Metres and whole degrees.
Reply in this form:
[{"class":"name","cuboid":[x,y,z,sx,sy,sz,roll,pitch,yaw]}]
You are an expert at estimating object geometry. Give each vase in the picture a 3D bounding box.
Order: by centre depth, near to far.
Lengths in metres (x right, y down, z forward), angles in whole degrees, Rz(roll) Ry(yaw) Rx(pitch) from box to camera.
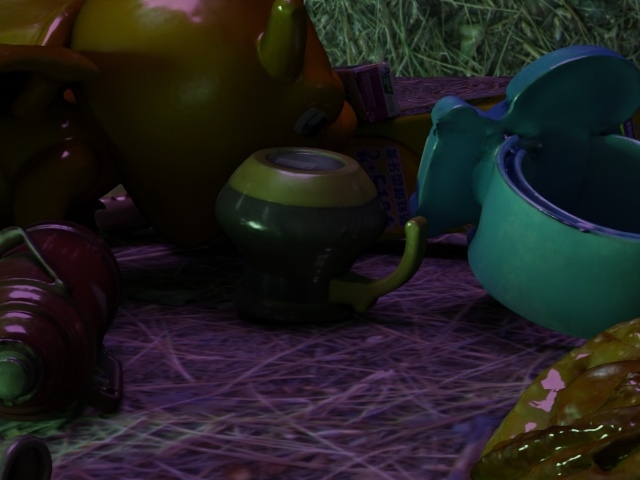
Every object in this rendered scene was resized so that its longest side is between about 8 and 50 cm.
[{"class":"vase","cuboid":[-0.191,0.112,0.822,0.100,0.053,0.053,10,15,27]}]

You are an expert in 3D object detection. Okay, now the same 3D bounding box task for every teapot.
[{"class":"teapot","cuboid":[0.000,0.000,1.192,0.165,0.119,0.130,13,19,26]}]

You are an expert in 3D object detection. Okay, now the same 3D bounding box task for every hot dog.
[{"class":"hot dog","cuboid":[0.202,0.090,0.701,0.272,0.122,0.196,1,12,8]}]

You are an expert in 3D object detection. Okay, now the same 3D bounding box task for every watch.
[{"class":"watch","cuboid":[0.181,-0.014,1.146,0.211,0.211,0.193,-6,35,-21]}]

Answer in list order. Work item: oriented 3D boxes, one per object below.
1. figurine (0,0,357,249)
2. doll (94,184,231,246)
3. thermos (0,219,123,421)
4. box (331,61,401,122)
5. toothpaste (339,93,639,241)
[{"class":"figurine","cuboid":[-0.181,-0.103,1.259,0.387,0.268,0.401,-22,5,5]},{"class":"doll","cuboid":[-0.153,-0.053,1.506,0.278,0.119,0.154,-7,30,18]},{"class":"thermos","cuboid":[-0.177,0.057,1.008,0.124,0.099,0.232,35,8,-10]},{"class":"box","cuboid":[0.004,-0.135,1.463,0.041,0.050,0.207,-18,11,-25]},{"class":"toothpaste","cuboid":[0.133,-0.067,1.399,0.327,0.110,0.077,-6,13,30]}]
